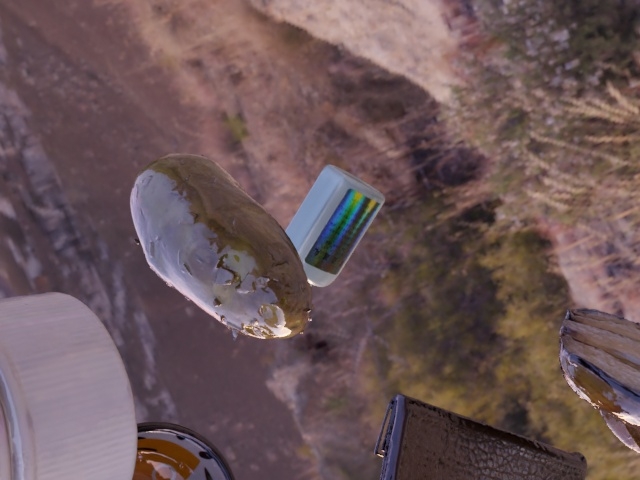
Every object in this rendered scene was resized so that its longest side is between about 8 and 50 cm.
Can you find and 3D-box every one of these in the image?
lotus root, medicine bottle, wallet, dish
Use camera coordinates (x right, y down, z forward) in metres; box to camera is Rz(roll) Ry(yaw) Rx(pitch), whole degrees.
[{"bbox_3d":[0.357,0.159,0.920,0.329,0.167,0.078,23,117,15],"label":"lotus root"},{"bbox_3d":[0.000,0.000,1.676,0.083,0.229,0.121,37,-171,40],"label":"medicine bottle"},{"bbox_3d":[0.135,0.219,0.877,0.039,0.243,0.133,-7,67,47],"label":"wallet"},{"bbox_3d":[-0.257,0.407,1.531,0.120,0.303,0.303,-20,94,57],"label":"dish"},{"bbox_3d":[-0.205,0.093,0.436,0.139,0.237,0.139,6,99,45],"label":"medicine bottle"}]

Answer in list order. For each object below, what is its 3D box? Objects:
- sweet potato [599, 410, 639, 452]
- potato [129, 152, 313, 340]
[{"bbox_3d":[0.350,0.211,1.223,0.095,0.034,0.034,52,162,2],"label":"sweet potato"},{"bbox_3d":[-0.112,0.009,1.185,0.296,0.141,0.191,41,176,44],"label":"potato"}]
